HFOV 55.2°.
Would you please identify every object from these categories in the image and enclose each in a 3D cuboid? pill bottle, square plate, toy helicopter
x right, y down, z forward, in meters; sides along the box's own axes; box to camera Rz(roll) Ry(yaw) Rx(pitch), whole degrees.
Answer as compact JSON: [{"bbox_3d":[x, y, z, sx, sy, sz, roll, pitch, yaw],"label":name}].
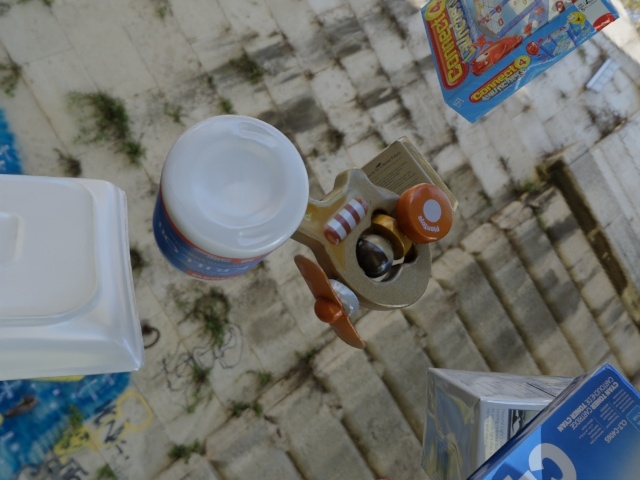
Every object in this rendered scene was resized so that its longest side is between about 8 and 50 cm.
[{"bbox_3d":[-0.098,-0.025,0.595,0.124,0.124,0.221,57,-21,1],"label":"pill bottle"},{"bbox_3d":[-0.386,0.014,0.679,0.344,0.347,0.049,-117,-145,-48],"label":"square plate"},{"bbox_3d":[0.000,0.000,0.819,0.355,0.234,0.140,23,-19,-24],"label":"toy helicopter"}]

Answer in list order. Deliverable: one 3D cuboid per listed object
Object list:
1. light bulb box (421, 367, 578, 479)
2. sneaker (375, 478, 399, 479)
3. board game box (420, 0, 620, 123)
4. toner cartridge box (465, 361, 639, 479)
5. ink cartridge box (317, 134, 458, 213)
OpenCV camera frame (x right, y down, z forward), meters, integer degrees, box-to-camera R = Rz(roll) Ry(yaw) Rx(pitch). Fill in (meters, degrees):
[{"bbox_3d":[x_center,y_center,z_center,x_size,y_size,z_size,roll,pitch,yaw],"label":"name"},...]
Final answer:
[{"bbox_3d":[0.416,0.387,1.175,0.358,0.361,0.225,141,-46,-85],"label":"light bulb box"},{"bbox_3d":[0.030,0.377,0.722,0.092,0.225,0.088,46,-29,1],"label":"sneaker"},{"bbox_3d":[0.348,-0.427,1.144,0.302,0.086,0.308,-36,-137,35],"label":"board game box"},{"bbox_3d":[0.240,0.296,0.643,0.165,0.348,0.075,50,-24,17],"label":"toner cartridge box"},{"bbox_3d":[0.144,-0.080,1.316,0.235,0.088,0.193,-36,-87,27],"label":"ink cartridge box"}]
